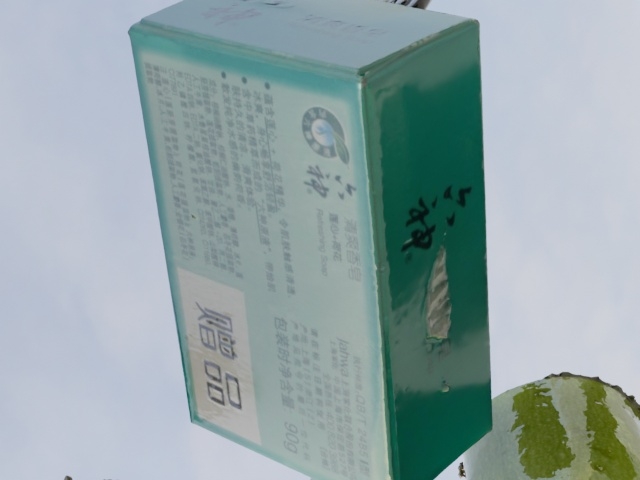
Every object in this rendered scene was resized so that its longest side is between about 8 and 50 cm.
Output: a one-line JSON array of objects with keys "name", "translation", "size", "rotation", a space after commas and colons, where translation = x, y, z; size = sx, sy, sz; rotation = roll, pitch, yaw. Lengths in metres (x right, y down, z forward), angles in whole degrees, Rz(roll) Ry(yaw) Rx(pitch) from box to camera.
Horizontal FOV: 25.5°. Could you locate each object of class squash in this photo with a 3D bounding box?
[{"name": "squash", "translation": [0.145, 0.163, 0.789], "size": [0.186, 0.123, 0.123], "rotation": [-91, -23, -69]}]

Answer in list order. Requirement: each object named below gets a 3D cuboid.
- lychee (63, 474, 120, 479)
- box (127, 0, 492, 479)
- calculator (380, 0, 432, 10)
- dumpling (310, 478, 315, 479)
[{"name": "lychee", "translation": [-0.176, 0.243, 1.104], "size": [0.114, 0.114, 0.146], "rotation": [-4, -131, -47]}, {"name": "box", "translation": [0.000, 0.000, 0.726], "size": [0.092, 0.153, 0.244], "rotation": [-32, -51, -40]}, {"name": "calculator", "translation": [0.030, -0.202, 1.472], "size": [0.040, 0.268, 0.177], "rotation": [45, -143, -11]}, {"name": "dumpling", "translation": [0.010, 0.287, 1.347], "size": [0.100, 0.134, 0.169], "rotation": [21, -113, -2]}]
